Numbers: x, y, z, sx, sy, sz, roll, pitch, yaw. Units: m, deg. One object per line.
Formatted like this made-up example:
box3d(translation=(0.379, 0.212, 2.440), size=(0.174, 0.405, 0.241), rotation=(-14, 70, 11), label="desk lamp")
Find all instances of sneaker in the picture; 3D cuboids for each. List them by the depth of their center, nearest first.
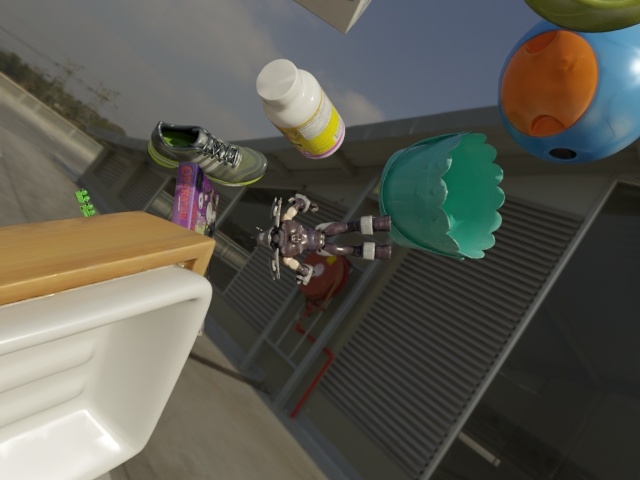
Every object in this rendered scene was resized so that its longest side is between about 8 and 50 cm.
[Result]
box3d(translation=(-0.274, -0.214, 1.176), size=(0.299, 0.111, 0.121), rotation=(10, -16, -14), label="sneaker")

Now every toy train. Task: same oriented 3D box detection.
box3d(translation=(-0.467, -0.062, 0.956), size=(0.017, 0.023, 0.084), rotation=(-152, -136, -72), label="toy train")

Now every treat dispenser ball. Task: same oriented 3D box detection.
box3d(translation=(0.491, -0.292, 0.915), size=(0.288, 0.288, 0.288), rotation=(35, -6, 4), label="treat dispenser ball")

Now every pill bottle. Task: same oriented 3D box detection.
box3d(translation=(-0.014, -0.095, 0.349), size=(0.043, 0.043, 0.083), rotation=(32, -1, 27), label="pill bottle")

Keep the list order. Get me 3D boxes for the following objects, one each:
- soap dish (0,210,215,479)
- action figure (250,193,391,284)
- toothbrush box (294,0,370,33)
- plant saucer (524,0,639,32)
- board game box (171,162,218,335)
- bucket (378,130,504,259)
box3d(translation=(-0.232, 0.110, 0.392), size=(0.228, 0.291, 0.118), rotation=(-15, 52, -48), label="soap dish")
box3d(translation=(0.000, 0.000, 0.977), size=(0.284, 0.186, 0.099), rotation=(1, 7, -4), label="action figure")
box3d(translation=(-0.038, -0.383, 0.449), size=(0.295, 0.126, 0.216), rotation=(32, -27, -4), label="toothbrush box")
box3d(translation=(0.320, -0.345, 0.497), size=(0.240, 0.241, 0.037), rotation=(37, 27, -10), label="plant saucer")
box3d(translation=(-0.283, 0.030, 1.047), size=(0.056, 0.348, 0.208), rotation=(2, -13, 5), label="board game box")
box3d(translation=(0.273, -0.099, 1.085), size=(0.183, 0.281, 0.281), rotation=(1, -30, 45), label="bucket")
